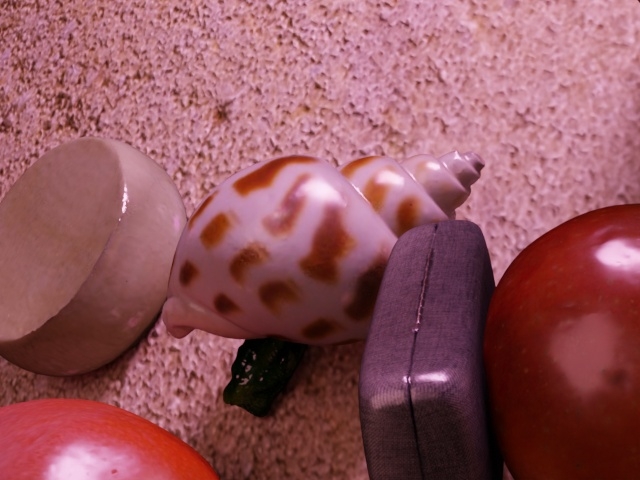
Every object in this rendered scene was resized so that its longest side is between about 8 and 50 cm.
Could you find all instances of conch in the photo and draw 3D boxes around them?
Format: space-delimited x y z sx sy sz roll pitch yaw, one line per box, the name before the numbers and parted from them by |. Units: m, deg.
conch | 0.000 0.000 1.226 0.275 0.149 0.183 -9 38 -3

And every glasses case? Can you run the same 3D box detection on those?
glasses case | 0.080 0.089 1.001 0.074 0.131 0.323 -10 17 11

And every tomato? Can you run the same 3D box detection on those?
tomato | -0.226 0.267 1.182 0.341 0.273 0.341 -27 46 32

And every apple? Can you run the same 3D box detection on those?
apple | 0.215 0.079 0.907 0.230 0.230 0.230 -27 45 31

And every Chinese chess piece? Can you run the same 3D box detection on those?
Chinese chess piece | -0.246 0.017 1.530 0.250 0.101 0.250 -27 45 31

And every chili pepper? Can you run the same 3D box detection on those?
chili pepper | -0.041 0.064 1.320 0.073 0.050 0.182 -23 45 43

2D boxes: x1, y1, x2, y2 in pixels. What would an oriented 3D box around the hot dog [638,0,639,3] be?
hot dog | 0.295 -0.289 0.972 0.367 0.365 0.196 -18 52 38
